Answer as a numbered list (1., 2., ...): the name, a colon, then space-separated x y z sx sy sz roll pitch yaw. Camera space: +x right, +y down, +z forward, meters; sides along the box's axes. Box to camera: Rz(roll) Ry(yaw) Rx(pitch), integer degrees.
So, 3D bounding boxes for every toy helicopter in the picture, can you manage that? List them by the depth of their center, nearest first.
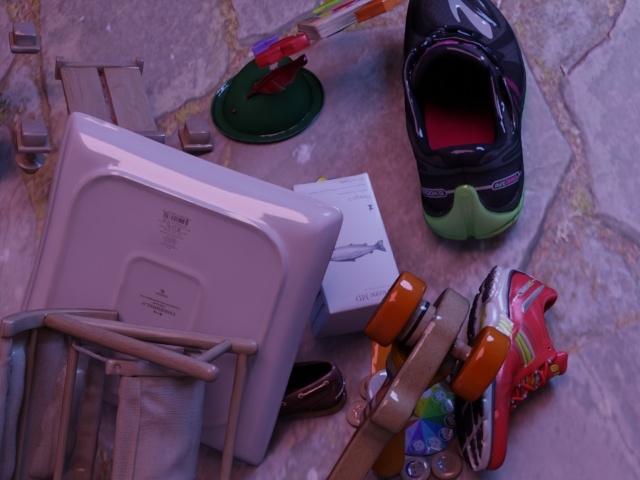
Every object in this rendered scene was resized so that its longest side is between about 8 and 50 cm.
1. toy helicopter: 0.059 0.208 1.273 0.140 0.235 0.355 32 84 1

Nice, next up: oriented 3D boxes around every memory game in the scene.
1. memory game: 0.121 0.212 1.370 0.186 0.012 0.186 -7 51 8

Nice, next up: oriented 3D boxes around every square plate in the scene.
1. square plate: -0.186 0.066 1.329 0.347 0.344 0.049 20 18 7

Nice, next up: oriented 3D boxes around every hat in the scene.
1. hat: -0.086 -0.266 1.694 0.209 0.183 0.173 3 54 16

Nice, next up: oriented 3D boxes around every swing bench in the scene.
1. swing bench: -0.226 0.220 1.252 0.255 0.165 0.253 11 98 13

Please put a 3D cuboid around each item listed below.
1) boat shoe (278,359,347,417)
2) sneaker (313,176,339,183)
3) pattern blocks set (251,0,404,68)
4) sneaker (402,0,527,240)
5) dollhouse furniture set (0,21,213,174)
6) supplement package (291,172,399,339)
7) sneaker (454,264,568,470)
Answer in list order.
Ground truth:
1. boat shoe: -0.073 0.188 1.398 0.207 0.073 0.073 -14 51 3
2. sneaker: 0.000 0.000 1.535 0.082 0.069 0.209 16 57 20
3. pattern blocks set: 0.050 -0.338 1.655 0.325 0.026 0.285 -25 17 3
4. sneaker: 0.204 -0.226 1.581 0.185 0.202 0.482 -9 50 5
5. dollhouse furniture set: -0.382 -0.199 1.799 0.356 0.173 0.303 -2 47 -20
6. supplement package: 0.027 0.021 1.441 0.105 0.105 0.179 -11 69 -16
7. sneaker: 0.233 0.148 1.336 0.118 0.107 0.279 17 54 -1
